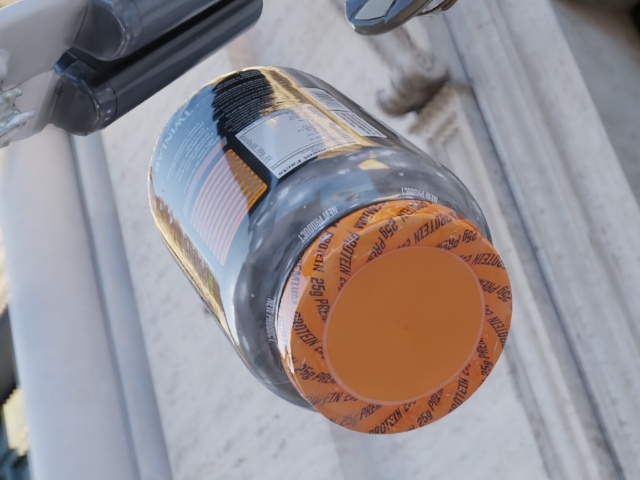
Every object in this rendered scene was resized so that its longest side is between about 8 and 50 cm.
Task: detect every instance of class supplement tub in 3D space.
[{"bbox_3d":[0.000,0.000,0.577,0.117,0.190,0.117,-8,-66,-18],"label":"supplement tub"}]

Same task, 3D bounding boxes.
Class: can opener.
[{"bbox_3d":[-0.104,-0.091,0.543,0.280,0.093,0.074,-40,-17,-53],"label":"can opener"}]

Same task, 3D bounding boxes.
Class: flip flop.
[{"bbox_3d":[0.122,-0.292,1.444,0.112,0.277,0.080,0,-55,31],"label":"flip flop"}]
